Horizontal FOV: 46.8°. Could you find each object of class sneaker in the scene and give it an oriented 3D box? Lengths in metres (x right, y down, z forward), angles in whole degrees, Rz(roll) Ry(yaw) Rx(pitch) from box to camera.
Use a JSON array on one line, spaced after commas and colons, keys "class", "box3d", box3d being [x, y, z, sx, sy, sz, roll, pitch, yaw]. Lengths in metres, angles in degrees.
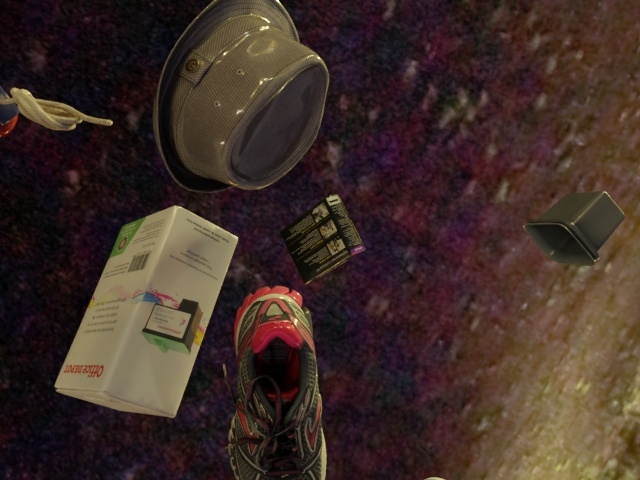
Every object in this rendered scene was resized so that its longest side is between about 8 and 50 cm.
[{"class": "sneaker", "box3d": [-0.055, 0.209, 0.858, 0.121, 0.112, 0.299, -7, 106, -5]}]

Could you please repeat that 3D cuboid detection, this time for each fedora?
[{"class": "fedora", "box3d": [-0.079, -0.172, 0.938, 0.275, 0.124, 0.244, -52, 145, -13]}]

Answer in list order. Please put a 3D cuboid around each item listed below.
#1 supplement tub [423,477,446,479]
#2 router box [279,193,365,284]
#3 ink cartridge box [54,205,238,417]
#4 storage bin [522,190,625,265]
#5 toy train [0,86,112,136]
[{"class": "supplement tub", "box3d": [0.116, 0.321, 0.848, 0.107, 0.071, 0.071, -5, 118, -54]}, {"class": "router box", "box3d": [0.000, 0.000, 1.564, 0.046, 0.133, 0.179, -18, 169, -41]}, {"class": "ink cartridge box", "box3d": [-0.257, 0.108, 1.087, 0.117, 0.201, 0.278, 30, 66, -30]}, {"class": "storage bin", "box3d": [0.390, -0.020, 1.111, 0.091, 0.135, 0.098, -43, 98, -7]}, {"class": "toy train", "box3d": [-0.309, -0.081, 0.595, 0.105, 0.248, 0.143, 76, 38, -67]}]
